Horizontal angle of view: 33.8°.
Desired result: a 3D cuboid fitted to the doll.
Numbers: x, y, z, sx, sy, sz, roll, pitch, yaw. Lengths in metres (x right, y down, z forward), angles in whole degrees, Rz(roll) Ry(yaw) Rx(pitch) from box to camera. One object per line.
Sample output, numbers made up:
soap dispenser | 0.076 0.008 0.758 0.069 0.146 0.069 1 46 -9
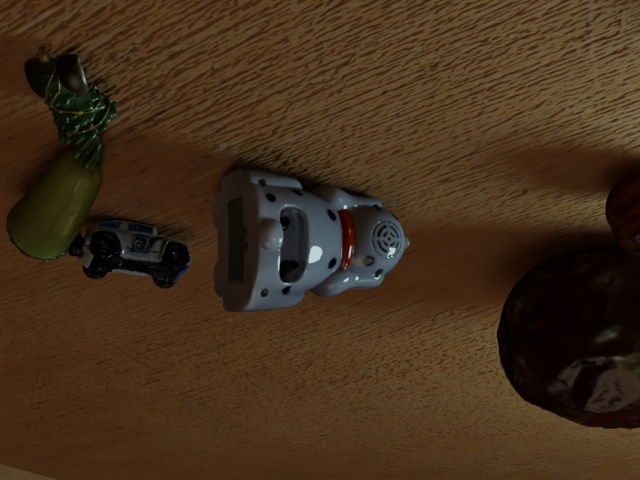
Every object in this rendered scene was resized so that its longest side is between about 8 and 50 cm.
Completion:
doll | -0.283 -0.154 1.163 0.078 0.077 0.113 -3 152 27

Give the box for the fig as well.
fig | 0.432 -0.027 1.329 0.150 0.128 0.128 -2 153 -5

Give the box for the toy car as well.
toy car | -0.270 0.015 1.490 0.170 0.070 0.080 10 151 -19

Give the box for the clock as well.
clock | -0.004 0.000 1.378 0.254 0.189 0.189 0 157 -31

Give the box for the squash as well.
squash | -0.324 -0.068 1.341 0.094 0.094 0.224 16 141 -26

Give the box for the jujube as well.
jujube | 0.452 0.139 1.513 0.377 0.276 0.276 -9 153 -7
